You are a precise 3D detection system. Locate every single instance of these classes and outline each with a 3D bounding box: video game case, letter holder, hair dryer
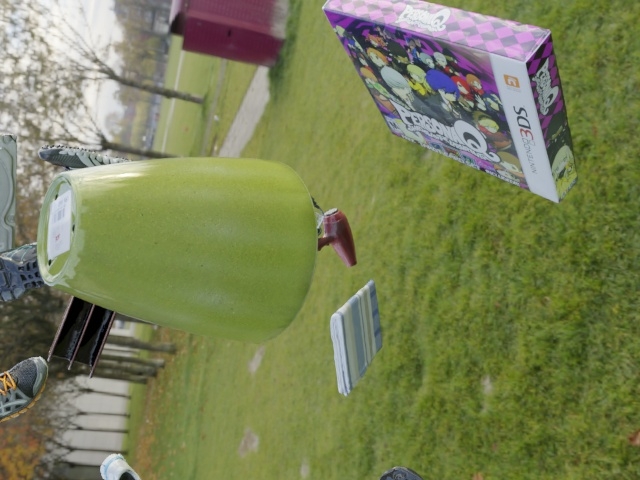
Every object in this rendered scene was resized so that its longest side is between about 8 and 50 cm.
[{"bbox_3d":[0.132,-0.145,0.603,0.232,0.210,0.041,32,80,38],"label":"video game case"},{"bbox_3d":[-0.754,0.268,1.960,0.214,0.152,0.301,8,78,70],"label":"letter holder"},{"bbox_3d":[0.000,0.000,1.854,0.080,0.294,0.223,14,79,62],"label":"hair dryer"}]

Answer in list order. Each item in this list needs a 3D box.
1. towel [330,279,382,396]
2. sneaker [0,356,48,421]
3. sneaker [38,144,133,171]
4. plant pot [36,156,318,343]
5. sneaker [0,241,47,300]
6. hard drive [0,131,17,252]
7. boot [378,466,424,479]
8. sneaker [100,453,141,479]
[{"bbox_3d":[0.094,0.236,1.533,0.285,0.034,0.209,-33,-61,-63],"label":"towel"},{"bbox_3d":[-0.596,0.288,1.099,0.084,0.215,0.083,39,160,29],"label":"sneaker"},{"bbox_3d":[-0.545,-0.159,1.416,0.078,0.234,0.106,10,91,34],"label":"sneaker"},{"bbox_3d":[-0.204,0.000,0.809,0.275,0.294,0.274,-10,76,48],"label":"plant pot"},{"bbox_3d":[-0.569,0.054,1.208,0.106,0.268,0.101,-67,-30,-68],"label":"sneaker"},{"bbox_3d":[-0.760,-0.059,1.255,0.064,0.237,0.338,18,105,40],"label":"hard drive"},{"bbox_3d":[0.182,0.663,1.294,0.260,0.131,0.347,91,169,-71],"label":"boot"},{"bbox_3d":[-0.416,0.562,1.341,0.083,0.071,0.190,7,129,47],"label":"sneaker"}]
